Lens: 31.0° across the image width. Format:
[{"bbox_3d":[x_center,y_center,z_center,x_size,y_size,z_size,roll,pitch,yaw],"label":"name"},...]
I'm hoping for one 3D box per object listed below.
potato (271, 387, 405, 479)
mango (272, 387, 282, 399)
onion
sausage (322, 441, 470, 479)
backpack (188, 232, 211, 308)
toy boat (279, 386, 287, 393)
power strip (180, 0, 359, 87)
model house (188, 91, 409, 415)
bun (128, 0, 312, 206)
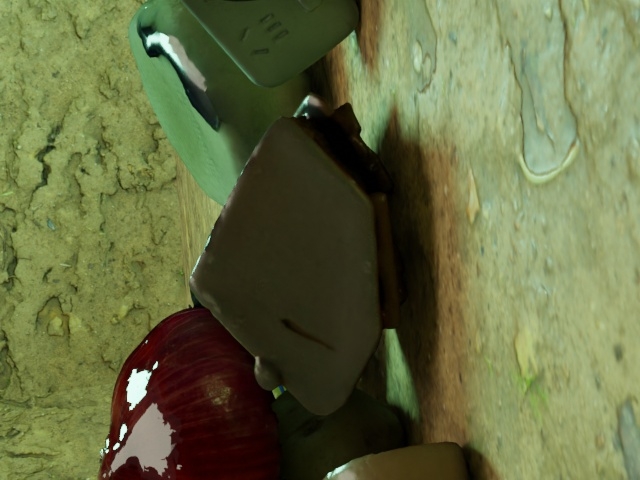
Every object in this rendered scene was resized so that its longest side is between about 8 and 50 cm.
[{"bbox_3d":[0.014,0.216,1.130,0.200,0.137,0.155,-134,37,-70],"label":"potato"},{"bbox_3d":[-0.036,0.162,1.393,0.251,0.114,0.156,-110,-6,-53],"label":"mango"},{"bbox_3d":[-0.121,0.178,1.085,0.248,0.161,0.248,-34,48,48],"label":"onion"},{"bbox_3d":[0.080,0.293,0.890,0.123,0.123,0.253,110,150,-67],"label":"sausage"},{"bbox_3d":[-0.152,0.046,1.935,0.106,0.120,0.165,-112,35,-44],"label":"backpack"},{"bbox_3d":[-0.007,0.081,1.233,0.088,0.129,0.295,6,110,37],"label":"toy boat"},{"bbox_3d":[-0.055,-0.280,1.040,0.265,0.193,0.059,46,-164,-35],"label":"power strip"},{"bbox_3d":[0.000,0.001,1.051,0.220,0.199,0.229,-49,4,22],"label":"model house"},{"bbox_3d":[-0.091,-0.178,1.347,0.283,0.179,0.283,51,162,24],"label":"bun"}]
